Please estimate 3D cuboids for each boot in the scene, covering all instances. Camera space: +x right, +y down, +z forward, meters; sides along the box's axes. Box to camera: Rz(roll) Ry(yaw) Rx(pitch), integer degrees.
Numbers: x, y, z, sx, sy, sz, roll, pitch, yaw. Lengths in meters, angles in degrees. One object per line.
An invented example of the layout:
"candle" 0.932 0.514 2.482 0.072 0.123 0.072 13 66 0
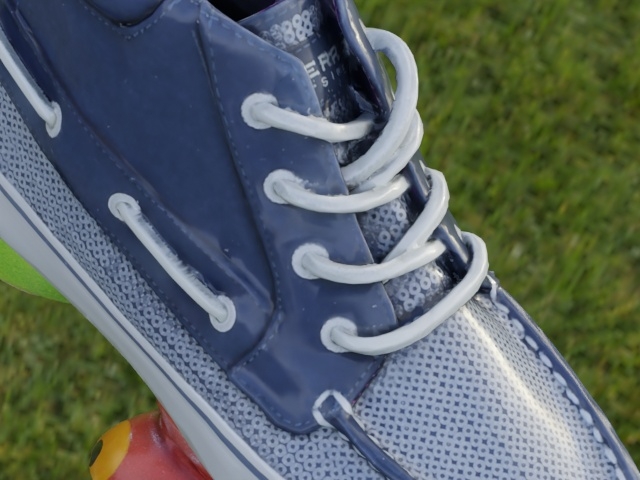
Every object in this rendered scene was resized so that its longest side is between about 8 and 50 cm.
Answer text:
"boot" 0.000 0.000 0.375 0.190 0.086 0.069 39 50 14

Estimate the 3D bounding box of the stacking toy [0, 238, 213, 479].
"stacking toy" -0.103 0.044 1.029 0.279 0.130 0.309 34 17 -4
